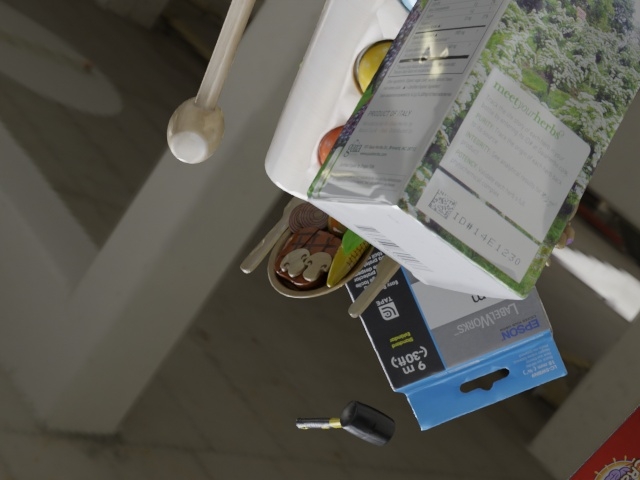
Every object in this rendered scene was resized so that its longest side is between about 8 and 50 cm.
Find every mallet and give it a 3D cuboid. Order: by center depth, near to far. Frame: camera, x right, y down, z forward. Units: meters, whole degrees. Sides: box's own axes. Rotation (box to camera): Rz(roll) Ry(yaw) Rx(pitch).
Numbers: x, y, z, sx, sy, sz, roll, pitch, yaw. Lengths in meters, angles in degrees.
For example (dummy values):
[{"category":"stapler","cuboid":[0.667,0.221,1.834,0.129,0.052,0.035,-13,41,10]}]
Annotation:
[{"category":"mallet","cuboid":[0.028,0.229,1.536,0.062,0.039,0.190,26,161,-15]}]

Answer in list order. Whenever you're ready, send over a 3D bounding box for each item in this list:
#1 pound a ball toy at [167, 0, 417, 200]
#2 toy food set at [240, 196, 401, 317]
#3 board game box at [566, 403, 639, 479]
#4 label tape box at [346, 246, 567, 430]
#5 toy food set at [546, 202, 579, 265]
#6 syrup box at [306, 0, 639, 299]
[{"category":"pound a ball toy","cuboid":[0.014,-0.143,0.938,0.208,0.319,0.135,21,-142,-7]},{"category":"toy food set","cuboid":[0.000,0.000,1.243,0.192,0.132,0.038,18,152,46]},{"category":"board game box","cuboid":[0.309,0.205,1.129,0.064,0.316,0.242,45,-175,25]},{"category":"label tape box","cuboid":[0.191,0.105,1.761,0.106,0.241,0.333,-82,-31,-75]},{"category":"toy food set","cuboid":[0.278,-0.034,1.413,0.019,0.122,0.078,8,151,32]},{"category":"syrup box","cuboid":[0.103,-0.096,0.650,0.093,0.237,0.096,34,168,-26]}]
